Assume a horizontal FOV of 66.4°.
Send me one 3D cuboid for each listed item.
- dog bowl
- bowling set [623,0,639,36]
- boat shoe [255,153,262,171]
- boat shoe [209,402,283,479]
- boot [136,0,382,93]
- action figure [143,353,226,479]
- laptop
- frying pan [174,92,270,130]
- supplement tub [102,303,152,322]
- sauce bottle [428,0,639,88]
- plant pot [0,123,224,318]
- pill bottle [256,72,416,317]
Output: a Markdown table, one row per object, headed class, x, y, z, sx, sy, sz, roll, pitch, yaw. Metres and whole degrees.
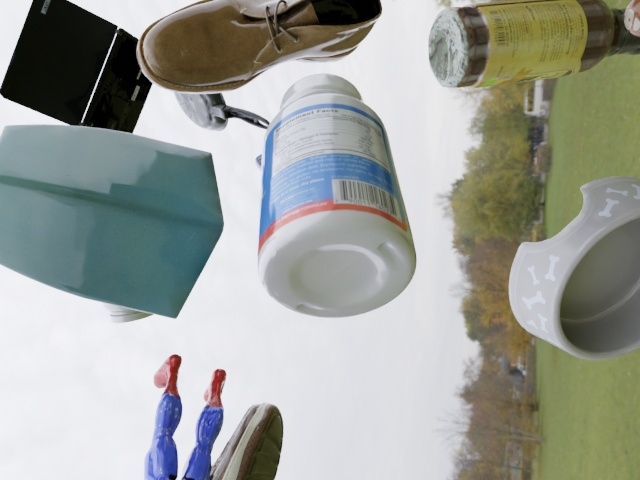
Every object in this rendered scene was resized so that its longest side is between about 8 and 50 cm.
| class | x | y | z | sx | sy | sz | roll | pitch | yaw |
| --- | --- | --- | --- | --- | --- | --- | --- | --- | --- |
| dog bowl | 0.523 | 0.064 | 0.881 | 0.102 | 0.349 | 0.348 | -120 | 18 | -61 |
| bowling set | 0.398 | -0.294 | 0.491 | 0.154 | 0.200 | 0.286 | 20 | -128 | -33 |
| boat shoe | -0.063 | -0.115 | 0.961 | 0.066 | 0.183 | 0.066 | -35 | -38 | -24 |
| boat shoe | -0.123 | 0.296 | 0.553 | 0.257 | 0.095 | 0.095 | -66 | -30 | -47 |
| boot | -0.065 | -0.257 | 0.587 | 0.305 | 0.115 | 0.112 | -21 | -79 | -22 |
| action figure | -0.138 | 0.243 | 0.427 | 0.139 | 0.092 | 0.280 | -63 | 18 | 16 |
| laptop | -0.510 | -0.366 | 1.079 | 0.234 | 0.137 | 0.264 | -65 | -12 | 6 |
| frying pan | -0.259 | -0.313 | 1.206 | 0.053 | 0.326 | 0.197 | -40 | -12 | -28 |
| supplement tub | -0.517 | 0.108 | 1.312 | 0.144 | 0.145 | 0.199 | -24 | -73 | -65 |
| sauce bottle | 0.329 | -0.286 | 0.697 | 0.111 | 0.345 | 0.111 | 170 | 90 | -77 |
| plant pot | -0.263 | -0.035 | 0.587 | 0.234 | 0.165 | 0.165 | 15 | -146 | -31 |
| pill bottle | 0.008 | -0.053 | 0.442 | 0.124 | 0.124 | 0.221 | 68 | -166 | -46 |
